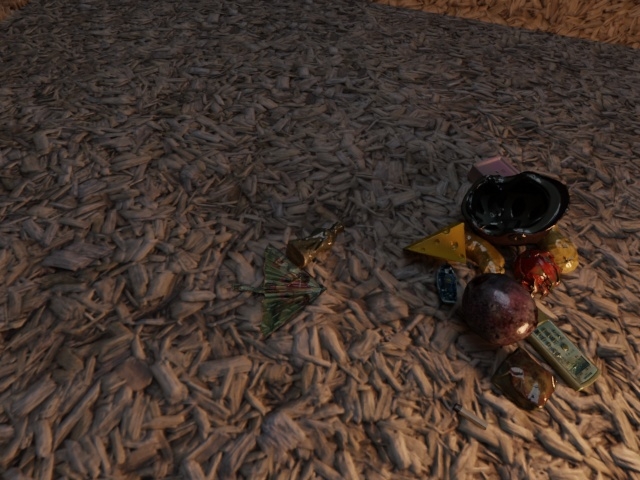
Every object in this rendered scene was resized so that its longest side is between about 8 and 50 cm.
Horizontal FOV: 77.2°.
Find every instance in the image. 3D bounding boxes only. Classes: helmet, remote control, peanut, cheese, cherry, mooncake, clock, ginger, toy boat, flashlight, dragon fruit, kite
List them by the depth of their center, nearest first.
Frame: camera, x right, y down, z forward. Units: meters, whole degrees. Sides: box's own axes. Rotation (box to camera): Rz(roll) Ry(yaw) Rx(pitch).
[{"bbox_3d":[0.360,0.423,0.965,0.083,0.018,0.018,30,57,16],"label":"flashlight"},{"bbox_3d":[0.520,0.348,1.010,0.125,0.073,0.130,-31,64,-29],"label":"mooncake"},{"bbox_3d":[0.463,0.178,1.052,0.195,0.195,0.195,3,52,-4],"label":"cherry"},{"bbox_3d":[0.638,0.288,1.092,0.098,0.038,0.233,-23,59,-22],"label":"remote control"},{"bbox_3d":[-0.115,0.134,1.134,0.268,0.013,0.322,1,50,-8],"label":"kite"},{"bbox_3d":[0.370,0.123,1.171,0.060,0.060,0.137,9,51,0],"label":"toy boat"},{"bbox_3d":[0.648,0.093,1.203,0.142,0.130,0.121,41,25,24],"label":"dragon fruit"},{"bbox_3d":[0.340,0.014,1.215,0.171,0.093,0.126,-5,93,5],"label":"cheese"},{"bbox_3d":[0.603,-0.076,1.245,0.306,0.177,0.224,13,67,38],"label":"helmet"},{"bbox_3d":[0.500,0.035,1.245,0.115,0.081,0.205,-21,54,-17],"label":"ginger"},{"bbox_3d":[0.737,0.000,1.285,0.098,0.103,0.229,-9,56,-11],"label":"peanut"},{"bbox_3d":[0.657,-0.212,1.463,0.150,0.063,0.197,-20,57,-20],"label":"clock"}]

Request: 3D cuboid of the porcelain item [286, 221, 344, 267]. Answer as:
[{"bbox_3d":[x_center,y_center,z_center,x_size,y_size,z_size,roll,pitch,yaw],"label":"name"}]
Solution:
[{"bbox_3d":[0.000,0.000,1.222,0.081,0.069,0.216,39,50,25],"label":"porcelain item"}]
